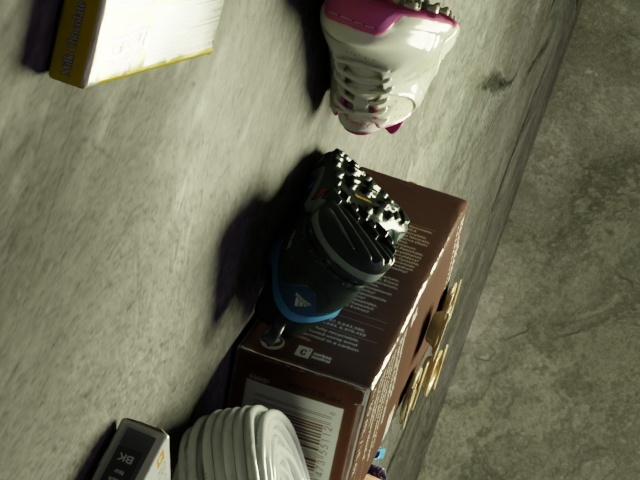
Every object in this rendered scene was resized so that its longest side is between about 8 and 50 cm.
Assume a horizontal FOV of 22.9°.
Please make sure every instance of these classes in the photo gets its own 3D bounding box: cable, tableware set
[{"bbox_3d":[-0.053,0.268,1.344,0.257,0.089,0.257,54,24,-76],"label":"cable"},{"bbox_3d":[0.123,0.122,1.724,0.169,0.020,0.141,-43,150,-69],"label":"tableware set"}]

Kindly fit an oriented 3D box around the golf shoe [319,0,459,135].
[{"bbox_3d":[0.056,-0.159,1.427,0.306,0.115,0.140,-8,119,-76],"label":"golf shoe"}]

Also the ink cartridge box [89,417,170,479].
[{"bbox_3d":[-0.167,0.272,1.169,0.206,0.045,0.208,95,14,-48],"label":"ink cartridge box"}]

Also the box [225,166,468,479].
[{"bbox_3d":[0.029,0.102,1.627,0.381,0.143,0.191,-59,163,-55],"label":"box"}]

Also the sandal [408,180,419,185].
[{"bbox_3d":[0.070,-0.009,1.902,0.072,0.049,0.180,-57,176,-36],"label":"sandal"}]

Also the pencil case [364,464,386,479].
[{"bbox_3d":[-0.030,0.436,1.802,0.167,0.160,0.386,-23,129,-76],"label":"pencil case"}]

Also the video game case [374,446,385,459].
[{"bbox_3d":[0.002,0.219,1.719,0.166,0.119,0.015,33,71,-78],"label":"video game case"}]

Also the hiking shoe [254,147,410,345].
[{"bbox_3d":[0.000,0.000,1.494,0.132,0.113,0.304,-44,-178,14],"label":"hiking shoe"}]

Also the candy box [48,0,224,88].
[{"bbox_3d":[-0.094,-0.151,0.914,0.206,0.027,0.105,-37,146,-71],"label":"candy box"}]
